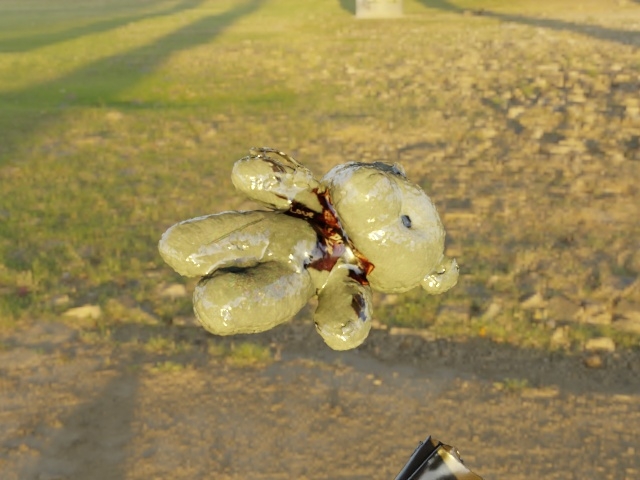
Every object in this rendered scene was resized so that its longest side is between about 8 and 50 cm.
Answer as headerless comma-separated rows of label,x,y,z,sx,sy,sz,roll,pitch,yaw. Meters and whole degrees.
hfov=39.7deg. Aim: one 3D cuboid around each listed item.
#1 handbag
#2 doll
handbag,0.253,0.543,1.685,0.285,0.257,0.113,31,-11,25
doll,0.005,-0.005,0.966,0.340,0.158,0.246,-7,58,-38
